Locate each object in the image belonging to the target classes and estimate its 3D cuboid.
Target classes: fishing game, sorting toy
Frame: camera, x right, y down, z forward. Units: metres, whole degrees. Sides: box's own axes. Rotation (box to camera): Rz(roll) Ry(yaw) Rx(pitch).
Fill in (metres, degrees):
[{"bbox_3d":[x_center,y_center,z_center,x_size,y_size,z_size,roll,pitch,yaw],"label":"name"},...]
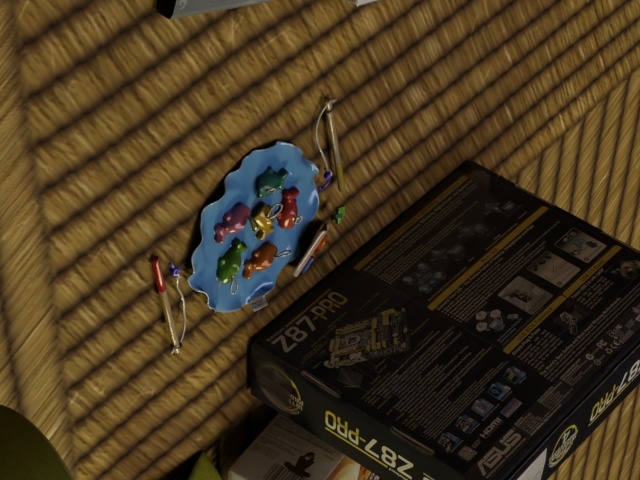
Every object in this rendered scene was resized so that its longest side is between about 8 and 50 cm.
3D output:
[{"bbox_3d":[-0.057,-0.005,1.690,0.264,0.041,0.189,-42,146,-29],"label":"fishing game"},{"bbox_3d":[0.000,0.000,1.788,0.083,0.012,0.062,-56,180,8],"label":"sorting toy"}]

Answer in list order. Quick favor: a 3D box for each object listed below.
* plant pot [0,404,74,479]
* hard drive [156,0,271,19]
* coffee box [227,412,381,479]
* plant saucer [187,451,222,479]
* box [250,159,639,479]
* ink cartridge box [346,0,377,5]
[{"bbox_3d":[-0.335,0.277,1.212,0.293,0.275,0.275,-11,128,-37],"label":"plant pot"},{"bbox_3d":[-0.076,-0.235,1.436,0.135,0.022,0.094,-20,134,-51],"label":"hard drive"},{"bbox_3d":[-0.002,0.246,1.937,0.246,0.098,0.141,-45,152,-44],"label":"coffee box"},{"bbox_3d":[-0.144,0.349,1.819,0.188,0.045,0.188,-63,168,-57],"label":"plant saucer"},{"bbox_3d":[0.168,0.103,1.875,0.395,0.318,0.097,-40,149,-35],"label":"box"},{"bbox_3d":[0.017,-0.303,1.409,0.046,0.097,0.207,-22,127,-49],"label":"ink cartridge box"}]
